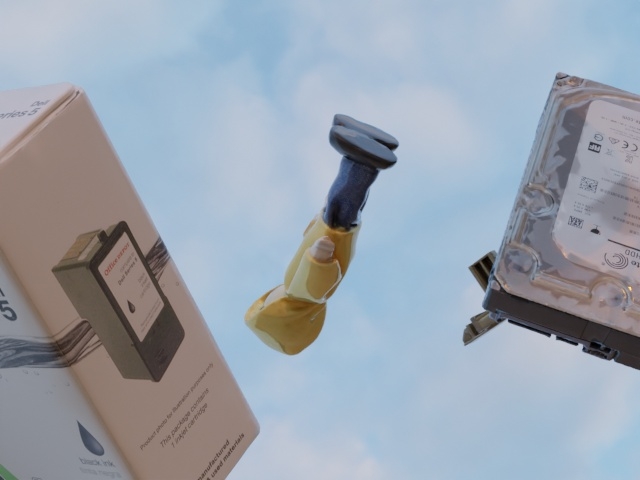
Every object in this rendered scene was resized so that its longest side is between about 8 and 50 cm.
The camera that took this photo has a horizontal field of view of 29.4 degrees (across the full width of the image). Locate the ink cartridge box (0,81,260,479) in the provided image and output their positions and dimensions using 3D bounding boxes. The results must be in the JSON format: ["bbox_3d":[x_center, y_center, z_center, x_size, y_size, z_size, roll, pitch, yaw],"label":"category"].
[{"bbox_3d":[-0.189,0.051,0.785,0.115,0.198,0.273,-51,-53,-41],"label":"ink cartridge box"}]

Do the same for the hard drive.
[{"bbox_3d":[0.328,-0.025,1.324,0.237,0.339,0.064,19,-36,7],"label":"hard drive"}]

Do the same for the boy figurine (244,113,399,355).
[{"bbox_3d":[0.000,0.000,1.392,0.092,0.177,0.285,24,-65,-5],"label":"boy figurine"}]

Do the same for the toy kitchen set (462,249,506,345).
[{"bbox_3d":[0.172,0.065,1.342,0.068,0.075,0.083,-39,-13,30],"label":"toy kitchen set"}]
